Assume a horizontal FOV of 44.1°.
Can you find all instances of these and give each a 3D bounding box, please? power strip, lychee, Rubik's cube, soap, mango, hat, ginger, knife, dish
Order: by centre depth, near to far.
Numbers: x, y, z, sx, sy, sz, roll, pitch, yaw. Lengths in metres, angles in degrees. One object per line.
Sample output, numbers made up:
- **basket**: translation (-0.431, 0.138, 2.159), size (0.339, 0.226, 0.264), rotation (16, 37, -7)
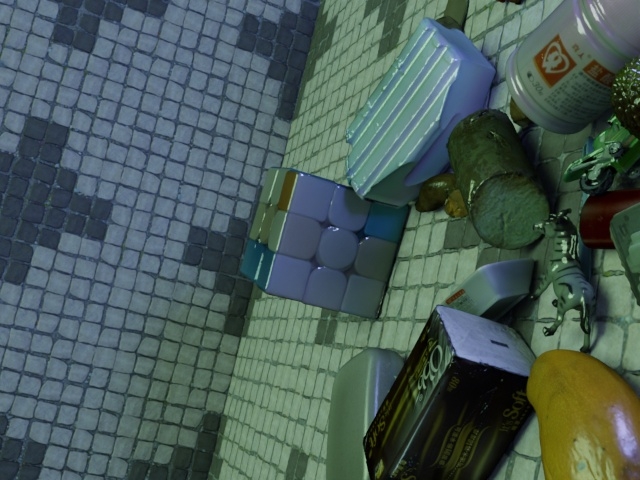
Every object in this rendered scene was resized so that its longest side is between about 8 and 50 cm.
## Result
- **power strip**: translation (0.502, 0.029, 1.126), size (0.213, 0.064, 0.198), rotation (-40, 66, 57)
- **mango**: translation (0.404, 0.295, 1.182), size (0.187, 0.144, 0.359), rotation (-56, 23, 36)
- **lychee**: translation (0.528, -0.222, 1.218), size (0.171, 0.171, 0.171), rotation (-164, 90, -71)
- **knife**: translation (0.482, -0.046, 1.437), size (0.044, 0.019, 0.313), rotation (131, 149, -66)
- **dish**: translation (0.325, 0.127, 1.578), size (0.234, 0.154, 0.064), rotation (-53, 53, 47)
- **ginger**: translation (0.449, -0.321, 1.671), size (0.096, 0.067, 0.165), rotation (-61, -6, -73)
- **soap**: translation (0.239, -0.299, 1.998), size (0.446, 0.156, 0.261), rotation (-54, 47, 30)
- **hat**: translation (0.338, -0.611, 2.196), size (0.147, 0.084, 0.175), rotation (165, 118, -70)
- **Rubik's cube**: translation (0.000, 0.000, 2.259), size (0.344, 0.346, 0.347), rotation (-161, 88, -71)

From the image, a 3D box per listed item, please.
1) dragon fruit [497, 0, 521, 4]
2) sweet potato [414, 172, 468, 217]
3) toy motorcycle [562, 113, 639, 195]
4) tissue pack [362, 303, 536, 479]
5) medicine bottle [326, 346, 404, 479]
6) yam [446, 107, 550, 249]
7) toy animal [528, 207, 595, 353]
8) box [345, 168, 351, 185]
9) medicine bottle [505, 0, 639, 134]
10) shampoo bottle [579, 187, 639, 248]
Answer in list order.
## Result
- **dragon fruit**: translation (0.426, -0.697, 1.801), size (0.329, 0.227, 0.286), rotation (-57, 26, 36)
- **sweet potato**: translation (0.289, -0.106, 1.923), size (0.285, 0.085, 0.112), rotation (176, 104, -71)
- **toy motorcycle**: translation (0.502, -0.160, 1.345), size (0.190, 0.074, 0.106), rotation (-48, 29, 5)
- **tissue pack**: translation (0.248, 0.325, 1.517), size (0.198, 0.209, 0.370), rotation (-95, 26, -64)
- **medicine bottle**: translation (0.107, 0.460, 1.919), size (0.282, 0.122, 0.375), rotation (130, 149, -53)
- **yam**: translation (0.362, -0.134, 1.633), size (0.304, 0.168, 0.168), rotation (-95, 28, -50)
- **toy animal**: translation (0.426, 0.067, 1.367), size (0.217, 0.073, 0.176), rotation (-102, 16, -51)
- **box**: translation (0.183, -0.250, 2.254), size (0.083, 0.142, 0.232), rotation (-102, 33, -55)
- **medicine bottle**: translation (0.490, -0.346, 1.367), size (0.316, 0.202, 0.202), rotation (133, 147, -55)
- **shampoo bottle**: translation (0.519, -0.035, 1.245), size (0.260, 0.064, 0.102), rotation (-179, 103, -70)
